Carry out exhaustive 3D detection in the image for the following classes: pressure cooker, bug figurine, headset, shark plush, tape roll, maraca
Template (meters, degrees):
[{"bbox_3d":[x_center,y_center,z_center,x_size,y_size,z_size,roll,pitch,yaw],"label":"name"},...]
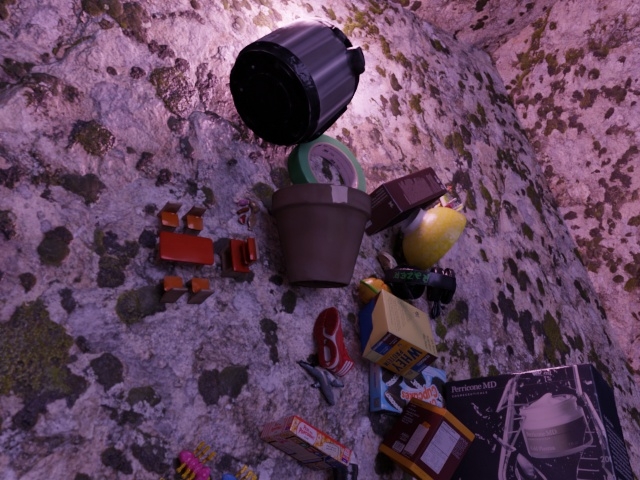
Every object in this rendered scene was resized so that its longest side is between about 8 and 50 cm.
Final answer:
[{"bbox_3d":[-0.062,-0.576,1.731,0.370,0.375,0.420,36,51,6],"label":"pressure cooker"},{"bbox_3d":[-0.282,0.588,1.082,0.216,0.072,0.279,50,48,4],"label":"bug figurine"},{"bbox_3d":[0.375,0.184,1.775,0.394,0.243,0.185,23,73,-61],"label":"headset"},{"bbox_3d":[0.002,0.413,1.449,0.161,0.073,0.067,47,74,-15],"label":"shark plush"},{"bbox_3d":[0.029,-0.250,1.854,0.321,0.077,0.321,22,53,-31],"label":"tape roll"},{"bbox_3d":[0.206,0.201,1.712,0.099,0.127,0.185,-47,109,-5],"label":"maraca"}]

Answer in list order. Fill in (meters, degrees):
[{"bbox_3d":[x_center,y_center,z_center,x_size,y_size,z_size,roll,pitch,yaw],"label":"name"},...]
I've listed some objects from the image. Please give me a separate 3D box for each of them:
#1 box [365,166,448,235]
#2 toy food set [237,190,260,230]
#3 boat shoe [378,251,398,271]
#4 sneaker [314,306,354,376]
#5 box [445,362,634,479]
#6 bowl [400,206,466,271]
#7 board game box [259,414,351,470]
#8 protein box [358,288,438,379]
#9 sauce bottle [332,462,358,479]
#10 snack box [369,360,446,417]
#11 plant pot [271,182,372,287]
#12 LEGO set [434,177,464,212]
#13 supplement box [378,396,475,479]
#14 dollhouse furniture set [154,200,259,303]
[{"bbox_3d":[0.327,-0.163,1.975,0.381,0.191,0.143,-25,79,-47],"label":"box"},{"bbox_3d":[-0.236,-0.094,1.573,0.078,0.019,0.122,29,57,-24],"label":"toy food set"},{"bbox_3d":[0.265,0.102,1.864,0.135,0.050,0.045,49,38,-6],"label":"boat shoe"},{"bbox_3d":[0.045,0.327,1.540,0.128,0.087,0.221,55,28,-38],"label":"sneaker"},{"bbox_3d":[0.672,0.683,1.522,0.297,0.479,0.472,41,42,-36],"label":"box"},{"bbox_3d":[0.407,-0.033,1.907,0.156,0.289,0.289,39,45,-6],"label":"bowl"},{"bbox_3d":[-0.039,0.530,1.273,0.193,0.146,0.045,38,46,-18],"label":"board game box"},{"bbox_3d":[0.247,0.306,1.595,0.201,0.136,0.200,29,30,-19],"label":"protein box"},{"bbox_3d":[0.060,0.758,1.252,0.111,0.111,0.344,24,50,-28],"label":"sauce bottle"},{"bbox_3d":[0.302,0.502,1.646,0.322,0.060,0.187,23,53,-30],"label":"snack box"},{"bbox_3d":[0.000,0.000,1.543,0.323,0.323,0.280,12,74,-36],"label":"plant pot"},{"bbox_3d":[0.595,-0.185,2.281,0.132,0.107,0.287,34,47,-21],"label":"LEGO set"},{"bbox_3d":[0.312,0.600,1.457,0.129,0.191,0.194,43,72,-12],"label":"supplement box"},{"bbox_3d":[-0.315,0.029,1.343,0.259,0.135,0.262,9,60,-37],"label":"dollhouse furniture set"}]
